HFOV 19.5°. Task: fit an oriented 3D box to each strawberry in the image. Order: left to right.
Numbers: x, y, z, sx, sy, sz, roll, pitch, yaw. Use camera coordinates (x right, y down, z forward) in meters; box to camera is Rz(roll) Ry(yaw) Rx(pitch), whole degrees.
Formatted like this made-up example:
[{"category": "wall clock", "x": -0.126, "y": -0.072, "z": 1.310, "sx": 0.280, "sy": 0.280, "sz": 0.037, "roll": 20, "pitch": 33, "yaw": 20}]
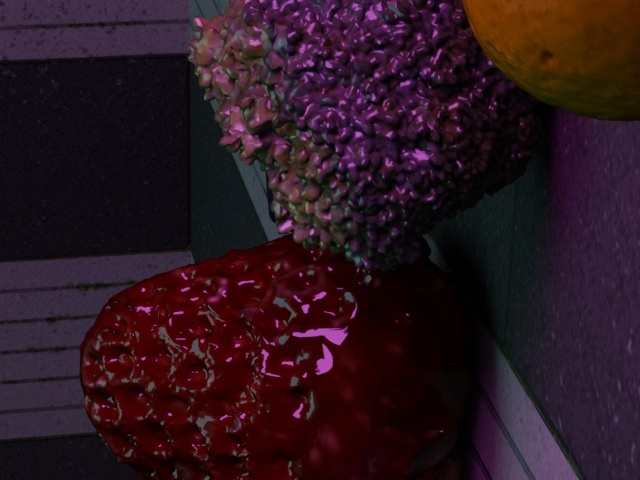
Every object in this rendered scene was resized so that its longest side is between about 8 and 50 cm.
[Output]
[{"category": "strawberry", "x": -0.044, "y": 0.136, "z": 1.666, "sx": 0.317, "sy": 0.345, "sz": 0.295, "roll": 98, "pitch": 171, "yaw": -46}]

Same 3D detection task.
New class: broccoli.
[{"category": "broccoli", "x": 0.034, "y": -0.134, "z": 1.390, "sx": 0.260, "sy": 0.288, "sz": 0.235, "roll": 12, "pitch": 146, "yaw": 43}]

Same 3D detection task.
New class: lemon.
[{"category": "lemon", "x": 0.158, "y": -0.159, "z": 0.967, "sx": 0.178, "sy": 0.178, "sz": 0.203, "roll": -106, "pitch": 15, "yaw": -49}]

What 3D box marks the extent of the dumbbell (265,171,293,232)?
[{"category": "dumbbell", "x": 0.039, "y": -0.103, "z": 1.703, "sx": 0.144, "sy": 0.160, "sz": 0.325, "roll": 54, "pitch": 161, "yaw": 10}]
